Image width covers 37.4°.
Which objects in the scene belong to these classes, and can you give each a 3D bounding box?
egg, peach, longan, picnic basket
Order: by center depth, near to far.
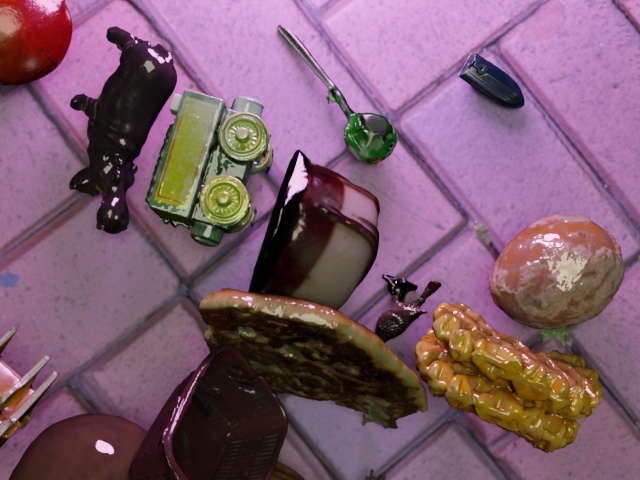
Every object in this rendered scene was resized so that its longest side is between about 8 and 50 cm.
[{"bbox_3d":[-0.185,0.323,1.493,0.129,0.297,0.223,-25,111,28],"label":"picnic basket"},{"bbox_3d":[-0.370,0.432,1.529,0.297,0.297,0.298,1,85,-6],"label":"longan"},{"bbox_3d":[-0.518,-0.364,1.630,0.197,0.197,0.198,1,85,-6],"label":"peach"},{"bbox_3d":[0.421,0.058,1.696,0.245,0.203,0.203,-21,88,-1],"label":"egg"}]

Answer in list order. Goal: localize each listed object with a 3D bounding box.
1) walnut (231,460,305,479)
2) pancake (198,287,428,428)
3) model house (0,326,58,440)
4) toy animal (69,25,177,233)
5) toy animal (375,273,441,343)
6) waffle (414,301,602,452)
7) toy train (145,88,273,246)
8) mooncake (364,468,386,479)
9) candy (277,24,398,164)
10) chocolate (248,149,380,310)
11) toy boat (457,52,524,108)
[{"bbox_3d":[-0.102,0.469,1.598,0.213,0.213,0.213,1,85,-6],"label":"walnut"},{"bbox_3d":[-0.008,0.202,1.603,0.426,0.305,0.067,16,54,-5],"label":"pancake"},{"bbox_3d":[-0.591,0.263,1.478,0.242,0.358,0.313,40,84,0],"label":"model house"},{"bbox_3d":[-0.357,-0.192,1.654,0.168,0.106,0.343,22,98,28],"label":"toy animal"},{"bbox_3d":[0.133,0.143,1.719,0.105,0.070,0.202,33,90,41],"label":"toy animal"},{"bbox_3d":[0.320,0.234,1.633,0.324,0.261,0.151,23,105,-4],"label":"waffle"},{"bbox_3d":[-0.191,-0.129,1.663,0.188,0.159,0.272,17,84,2],"label":"toy train"},{"bbox_3d":[0.199,0.550,1.704,0.346,0.057,0.150,29,70,-10],"label":"mooncake"},{"bbox_3d":[0.022,-0.276,1.747,0.097,0.097,0.323,-36,81,-8],"label":"candy"},{"bbox_3d":[0.000,0.000,1.619,0.186,0.283,0.284,16,84,-5],"label":"chocolate"},{"bbox_3d":[0.329,-0.294,1.785,0.141,0.060,0.055,32,82,-10],"label":"toy boat"}]
